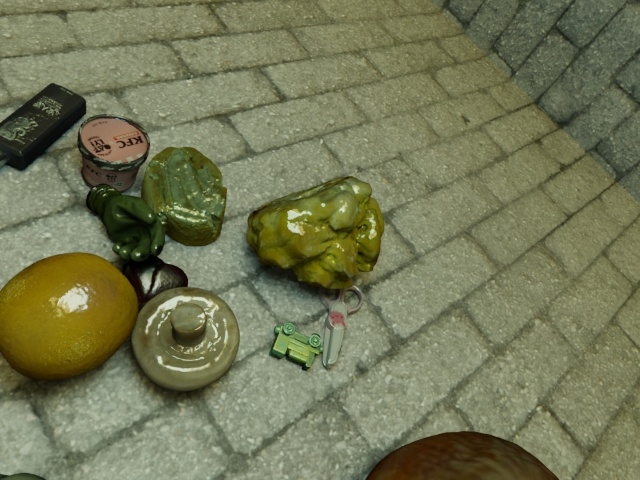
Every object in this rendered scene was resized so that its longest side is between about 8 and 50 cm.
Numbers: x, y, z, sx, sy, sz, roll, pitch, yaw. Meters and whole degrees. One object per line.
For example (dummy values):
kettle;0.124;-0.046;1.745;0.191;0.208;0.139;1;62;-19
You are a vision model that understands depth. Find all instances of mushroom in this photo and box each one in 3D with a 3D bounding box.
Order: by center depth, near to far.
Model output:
mushroom;-0.252;0.174;0.952;0.207;0.215;0.207;8;60;-13

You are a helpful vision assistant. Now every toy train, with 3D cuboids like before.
toy train;-0.054;0.234;1.116;0.122;0.050;0.081;27;53;-7

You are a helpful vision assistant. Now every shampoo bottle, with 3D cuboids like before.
shampoo bottle;-0.671;-0.245;1.150;0.098;0.071;0.309;29;50;-8

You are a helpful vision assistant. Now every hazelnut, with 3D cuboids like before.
hazelnut;0.261;0.525;0.883;0.409;0.359;0.359;-10;61;-22

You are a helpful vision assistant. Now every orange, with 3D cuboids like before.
orange;-0.445;0.131;0.882;0.236;0.236;0.236;13;51;-17

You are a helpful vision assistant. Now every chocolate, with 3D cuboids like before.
chocolate;-0.356;0.084;1.055;0.149;0.080;0.125;32;48;-4

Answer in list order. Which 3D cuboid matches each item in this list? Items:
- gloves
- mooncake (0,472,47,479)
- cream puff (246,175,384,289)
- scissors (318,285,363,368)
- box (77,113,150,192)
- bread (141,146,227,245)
gloves;-0.406;-0.037;1.064;0.107;0.135;0.268;-1;32;-44
mooncake;-0.470;0.450;0.682;0.275;0.135;0.275;8;55;-11
cream puff;-0.001;0.001;1.199;0.324;0.291;0.257;-39;108;-55
scissors;0.036;0.193;1.201;0.118;0.030;0.242;22;47;-9
box;-0.482;-0.193;1.162;0.151;0.135;0.151;16;51;-20
bread;-0.327;-0.114;1.188;0.186;0.124;0.257;-9;59;-31
